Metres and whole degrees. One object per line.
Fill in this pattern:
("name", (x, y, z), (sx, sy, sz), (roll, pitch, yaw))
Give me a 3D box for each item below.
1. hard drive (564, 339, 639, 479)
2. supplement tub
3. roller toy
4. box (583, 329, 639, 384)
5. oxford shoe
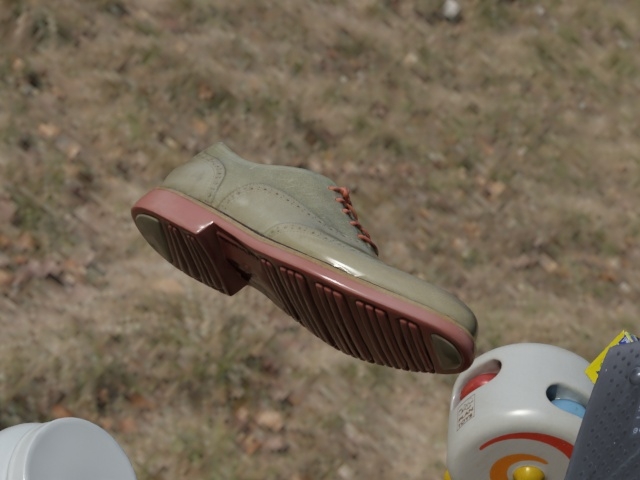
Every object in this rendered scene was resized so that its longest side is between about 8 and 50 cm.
("hard drive", (0.236, 0.172, 0.997), (0.054, 0.172, 0.255), (41, 53, -27))
("supplement tub", (-0.259, 0.235, 1.247), (0.144, 0.199, 0.144), (33, 43, -37))
("roller toy", (0.242, 0.230, 1.766), (0.146, 0.209, 0.191), (-79, 161, -49))
("box", (0.304, 0.134, 1.351), (0.169, 0.054, 0.059), (22, 26, -52))
("oxford shoe", (0.000, 0.000, 1.287), (0.348, 0.130, 0.123), (26, -27, 28))
